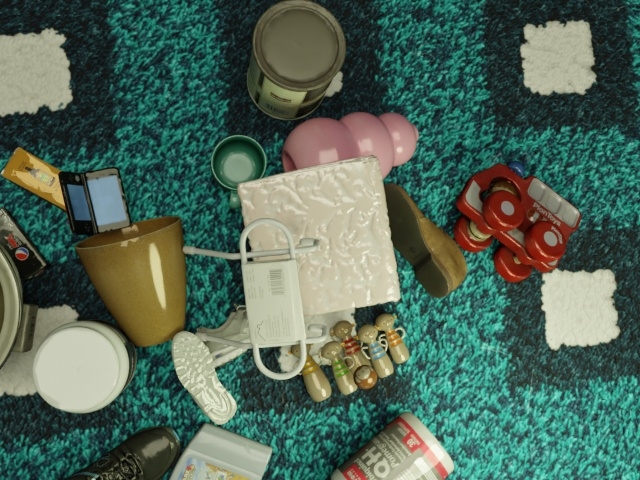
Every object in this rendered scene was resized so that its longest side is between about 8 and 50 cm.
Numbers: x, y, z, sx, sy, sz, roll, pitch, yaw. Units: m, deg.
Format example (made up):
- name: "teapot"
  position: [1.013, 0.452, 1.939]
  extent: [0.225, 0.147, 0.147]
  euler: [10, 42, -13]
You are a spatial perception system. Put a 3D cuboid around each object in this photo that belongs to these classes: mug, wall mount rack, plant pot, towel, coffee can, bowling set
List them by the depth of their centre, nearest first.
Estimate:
- name: "wall mount rack"
  position: [-0.144, 0.118, 1.659]
  extent: [0.304, 0.130, 0.350]
  euler: [-5, 102, 4]
- name: "towel"
  position: [0.000, 0.000, 1.721]
  extent: [0.317, 0.053, 0.332]
  euler: [-10, 102, 1]
- name: "plant pot"
  position: [-0.394, 0.098, 1.739]
  extent: [0.237, 0.237, 0.254]
  euler: [-16, 103, -9]
- name: "coffee can"
  position: [-0.064, -0.406, 1.786]
  extent: [0.201, 0.275, 0.201]
  euler: [1, 85, -8]
- name: "bowling set"
  position: [0.086, 0.257, 1.795]
  extent: [0.287, 0.200, 0.154]
  euler: [-24, 87, -13]
- name: "mug"
  position: [-0.203, -0.165, 1.835]
  extent: [0.129, 0.097, 0.158]
  euler: [38, 82, -4]

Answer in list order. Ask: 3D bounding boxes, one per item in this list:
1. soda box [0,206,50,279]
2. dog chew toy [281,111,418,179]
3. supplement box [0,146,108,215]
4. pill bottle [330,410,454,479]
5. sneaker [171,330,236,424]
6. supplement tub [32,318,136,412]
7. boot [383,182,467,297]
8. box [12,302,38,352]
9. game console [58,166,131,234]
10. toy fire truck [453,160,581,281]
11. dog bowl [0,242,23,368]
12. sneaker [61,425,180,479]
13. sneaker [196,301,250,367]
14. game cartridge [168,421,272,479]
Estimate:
- name: "soda box"
  position: [-0.693, 0.008, 1.772]
  extent: [0.060, 0.053, 0.169]
  euler: [-37, 90, -9]
- name: "dog chew toy"
  position: [0.080, -0.210, 1.837]
  extent: [0.332, 0.206, 0.207]
  euler: [-20, 88, -18]
- name: "supplement box"
  position: [-0.605, -0.120, 1.785]
  extent: [0.233, 0.080, 0.078]
  euler: [30, 80, -6]
- name: "pill bottle"
  position: [0.135, 0.556, 1.780]
  extent: [0.318, 0.176, 0.176]
  euler: [-38, 91, -10]
- name: "sneaker"
  position: [-0.279, 0.308, 1.755]
  extent: [0.090, 0.095, 0.235]
  euler: [-29, 106, -22]
- name: "supplement tub"
  position: [-0.502, 0.266, 1.666]
  extent: [0.191, 0.272, 0.191]
  euler: [1, 85, -8]
- name: "boot"
  position: [0.250, -0.012, 1.904]
  extent: [0.115, 0.112, 0.305]
  euler: [-27, 84, -39]
- name: "box"
  position: [-0.782, 0.180, 1.724]
  extent: [0.275, 0.094, 0.113]
  euler: [9, 84, -7]
- name: "game console"
  position: [-0.499, -0.091, 1.719]
  extent: [0.085, 0.124, 0.144]
  euler: [-16, 86, 16]
- name: "toy fire truck"
  position: [0.485, -0.065, 1.910]
  extent: [0.302, 0.169, 0.254]
  euler: [37, 57, -4]
- name: "dog bowl"
  position: [-0.804, 0.126, 1.589]
  extent: [0.408, 0.150, 0.408]
  euler: [-1, 95, -6]
- name: "sneaker"
  position: [-0.462, 0.534, 1.716]
  extent: [0.341, 0.139, 0.125]
  euler: [-32, 87, -11]
- name: "sneaker"
  position: [-0.156, 0.184, 1.808]
  extent: [0.281, 0.105, 0.115]
  euler: [-29, 84, -12]
- name: "game cartridge"
  position: [-0.254, 0.581, 1.775]
  extent: [0.198, 0.062, 0.297]
  euler: [22, 86, -8]
